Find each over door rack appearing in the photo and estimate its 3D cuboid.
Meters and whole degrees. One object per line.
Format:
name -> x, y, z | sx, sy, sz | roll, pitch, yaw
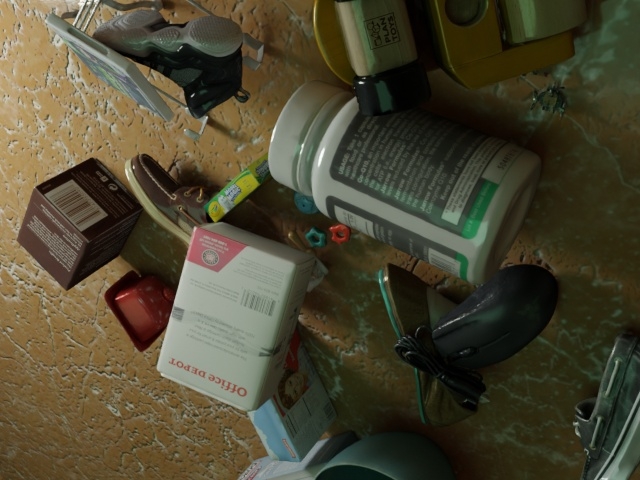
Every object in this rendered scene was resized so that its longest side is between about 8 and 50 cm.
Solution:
over door rack -> -0.269, -0.359, 1.325 | 0.324, 0.108, 0.239 | 39, 136, -11

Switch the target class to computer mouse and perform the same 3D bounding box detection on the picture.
computer mouse -> 0.266, 0.151, 1.207 | 0.188, 0.072, 0.272 | 35, 116, -16

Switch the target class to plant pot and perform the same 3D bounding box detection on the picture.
plant pot -> 0.152, 0.485, 1.479 | 0.290, 0.195, 0.290 | 16, 124, 25

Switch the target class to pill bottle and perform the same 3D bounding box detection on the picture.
pill bottle -> 0.117, -0.097, 1.125 | 0.361, 0.204, 0.204 | 26, 130, 20

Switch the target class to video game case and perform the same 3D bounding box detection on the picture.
video game case -> -0.337, -0.276, 1.247 | 0.173, 0.022, 0.190 | 33, 173, 16

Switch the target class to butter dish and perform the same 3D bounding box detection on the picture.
butter dish -> -0.376, 0.139, 1.705 | 0.118, 0.160, 0.160 | -26, 101, 20

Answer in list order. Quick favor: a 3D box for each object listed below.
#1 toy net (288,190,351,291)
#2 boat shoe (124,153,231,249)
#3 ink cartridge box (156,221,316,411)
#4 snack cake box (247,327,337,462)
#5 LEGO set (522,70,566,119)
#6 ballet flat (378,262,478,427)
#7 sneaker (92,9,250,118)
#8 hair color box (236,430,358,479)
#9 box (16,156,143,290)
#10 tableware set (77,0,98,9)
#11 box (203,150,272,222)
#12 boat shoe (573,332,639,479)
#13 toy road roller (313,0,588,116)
toy net -> 0.000, 0.000, 1.392 | 0.122, 0.045, 0.232 | 17, 130, 16
boat shoe -> -0.234, -0.055, 1.493 | 0.123, 0.123, 0.342 | -43, 85, 15
ink cartridge box -> -0.153, 0.133, 1.384 | 0.207, 0.117, 0.283 | 20, 102, 14
snack cake box -> -0.083, 0.301, 1.568 | 0.089, 0.152, 0.264 | -9, 111, 40
LEGO set -> 0.310, -0.203, 1.045 | 0.054, 0.023, 0.083 | -10, 98, 38
ballet flat -> 0.202, 0.179, 1.321 | 0.124, 0.116, 0.342 | -11, 113, 19
sneaker -> -0.238, -0.279, 1.233 | 0.268, 0.101, 0.153 | 9, 136, 22
hair color box -> -0.025, 0.569, 1.728 | 0.374, 0.113, 0.185 | -31, 97, 43
box -> -0.524, -0.036, 1.665 | 0.168, 0.167, 0.203 | 44, 135, 4
tableware set -> -0.476, -0.514, 1.422 | 0.141, 0.020, 0.169 | 16, 126, 28
box -> -0.125, -0.105, 1.369 | 0.179, 0.105, 0.043 | -32, 97, 44
boat shoe -> 0.459, 0.284, 1.199 | 0.119, 0.121, 0.335 | 29, 121, 29
toy road roller -> 0.152, -0.312, 1.001 | 0.329, 0.240, 0.203 | -16, 111, 2
